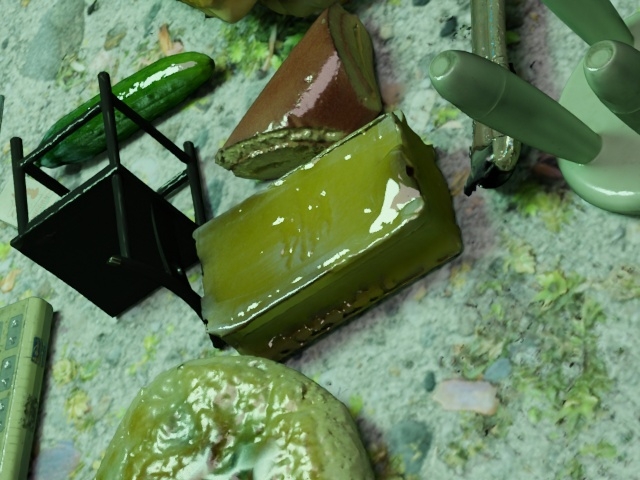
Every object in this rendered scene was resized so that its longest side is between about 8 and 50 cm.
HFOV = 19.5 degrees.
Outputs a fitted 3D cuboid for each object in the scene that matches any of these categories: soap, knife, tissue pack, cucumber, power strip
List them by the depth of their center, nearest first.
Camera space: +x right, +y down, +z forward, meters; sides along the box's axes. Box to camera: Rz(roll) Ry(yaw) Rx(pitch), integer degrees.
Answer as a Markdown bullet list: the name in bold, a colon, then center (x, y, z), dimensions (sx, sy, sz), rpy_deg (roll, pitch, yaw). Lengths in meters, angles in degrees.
- **soap**: center (0.001, 0.001, 1.601), dimensions (0.233, 0.076, 0.135), rpy_deg (-33, 43, 22)
- **knife**: center (0.154, -0.186, 1.615), dimensions (0.089, 0.043, 0.365), rpy_deg (129, 152, -47)
- **power strip**: center (-0.312, 0.176, 1.785), dimensions (0.092, 0.034, 0.268), rpy_deg (-19, 51, 31)
- **cucumber**: center (-0.208, -0.131, 1.898), dimensions (0.250, 0.056, 0.056), rpy_deg (-28, 46, 21)
- **tissue pack**: center (-0.297, -0.034, 1.930), dimensions (0.108, 0.023, 0.056), rpy_deg (22, 78, 48)

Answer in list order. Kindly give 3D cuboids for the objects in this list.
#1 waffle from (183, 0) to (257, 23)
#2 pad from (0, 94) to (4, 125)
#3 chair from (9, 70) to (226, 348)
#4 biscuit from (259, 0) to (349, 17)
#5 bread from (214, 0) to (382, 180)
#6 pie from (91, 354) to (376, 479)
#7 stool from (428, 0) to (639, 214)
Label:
- **waffle**: center (-0.109, -0.367, 1.869), dimensions (0.261, 0.114, 0.376), rpy_deg (-56, 26, 0)
- **pad**: center (-0.451, -0.057, 2.102), dimensions (0.243, 0.004, 0.163), rpy_deg (-24, 48, 28)
- **chair**: center (-0.186, -0.006, 1.722), dimensions (0.141, 0.154, 0.260), rpy_deg (-34, 41, 20)
- **biscuit**: center (-0.014, -0.271, 1.819), dimensions (0.118, 0.061, 0.183), rpy_deg (-46, 39, 7)
- **bread**: center (-0.006, -0.129, 1.704), dimensions (0.119, 0.067, 0.192), rpy_deg (27, 82, 48)
- **pie**: center (-0.088, 0.234, 1.514), dimensions (0.338, 0.075, 0.337), rpy_deg (-23, 48, 28)
- **stool**: center (0.224, -0.148, 1.416), dimensions (0.195, 0.199, 0.195), rpy_deg (3, 63, 41)
